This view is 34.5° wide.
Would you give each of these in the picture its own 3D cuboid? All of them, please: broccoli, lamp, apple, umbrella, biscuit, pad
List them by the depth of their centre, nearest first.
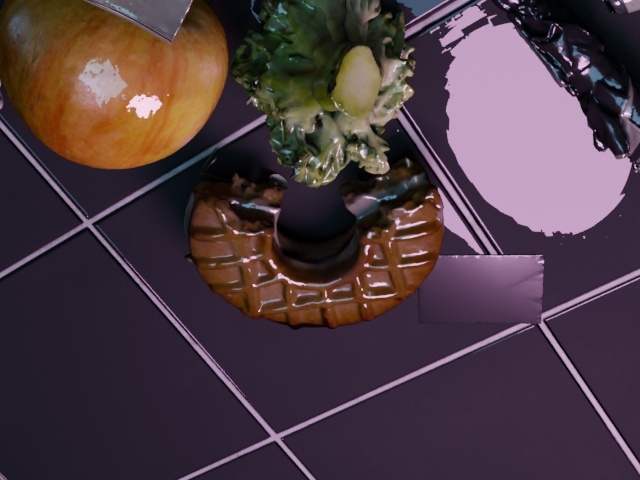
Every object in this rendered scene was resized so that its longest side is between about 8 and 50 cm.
[{"bbox_3d":[0.027,-0.214,1.276,0.248,0.245,0.288,-32,117,-10],"label":"broccoli"},{"bbox_3d":[-0.259,-0.223,1.287,0.286,0.286,0.233,26,124,-10],"label":"apple"},{"bbox_3d":[0.345,-0.203,1.331,0.358,0.113,0.106,42,90,-13],"label":"umbrella"},{"bbox_3d":[-0.008,0.014,1.476,0.366,0.115,0.268,-4,130,3],"label":"biscuit"},{"bbox_3d":[-0.111,-0.088,1.491,0.121,0.041,0.054,27,129,-15],"label":"lamp"},{"bbox_3d":[0.244,0.076,1.572,0.190,0.004,0.127,-1,122,6],"label":"pad"}]

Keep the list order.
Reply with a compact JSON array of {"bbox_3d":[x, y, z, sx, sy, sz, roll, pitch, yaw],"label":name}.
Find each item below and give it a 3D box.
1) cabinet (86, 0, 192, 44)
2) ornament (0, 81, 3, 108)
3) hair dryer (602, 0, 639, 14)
[{"bbox_3d":[-0.177,-0.439,1.113,0.227,0.318,0.290,25,121,-12],"label":"cabinet"},{"bbox_3d":[-0.503,-0.216,1.372,0.178,0.177,0.177,3,122,4],"label":"ornament"},{"bbox_3d":[0.424,-0.404,1.228,0.219,0.088,0.224,-15,104,7],"label":"hair dryer"}]
